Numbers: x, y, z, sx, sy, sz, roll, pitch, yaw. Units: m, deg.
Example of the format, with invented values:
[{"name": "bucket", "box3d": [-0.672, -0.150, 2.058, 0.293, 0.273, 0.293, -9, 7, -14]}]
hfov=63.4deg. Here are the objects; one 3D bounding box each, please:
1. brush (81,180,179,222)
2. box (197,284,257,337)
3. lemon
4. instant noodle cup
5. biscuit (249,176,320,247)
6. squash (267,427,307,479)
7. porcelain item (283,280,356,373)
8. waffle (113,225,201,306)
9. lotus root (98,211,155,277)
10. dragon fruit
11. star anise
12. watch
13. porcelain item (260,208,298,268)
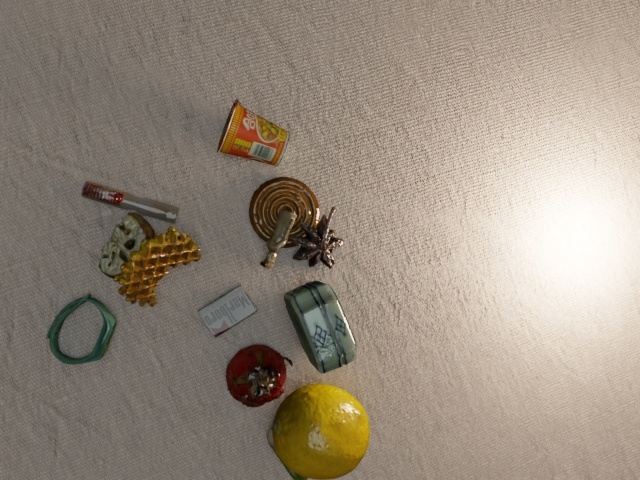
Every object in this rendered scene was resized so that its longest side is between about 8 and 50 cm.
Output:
[{"name": "brush", "box3d": [-0.649, -0.132, 1.767, 0.321, 0.050, 0.060, 17, 84, -11]}, {"name": "box", "box3d": [-0.328, 0.249, 1.833, 0.177, 0.036, 0.115, -32, 96, -8]}, {"name": "lemon", "box3d": [0.003, 0.646, 1.765, 0.336, 0.336, 0.336, 0, 91, -10]}, {"name": "instant noodle cup", "box3d": [-0.225, -0.355, 1.782, 0.212, 0.193, 0.193, 19, 88, -17]}, {"name": "biscuit", "box3d": [-0.129, -0.102, 1.864, 0.262, 0.037, 0.262, 0, 92, -10]}, {"name": "squash", "box3d": [-0.117, 0.773, 1.862, 0.069, 0.069, 0.239, -33, 97, -8]}, {"name": "porcelain item", "box3d": [0.001, 0.286, 1.766, 0.157, 0.286, 0.281, -21, 93, -12]}, {"name": "waffle", "box3d": [-0.543, 0.082, 1.703, 0.069, 0.260, 0.293, 38, 79, 26]}, {"name": "lotus root", "box3d": [-0.637, 0.029, 1.734, 0.138, 0.119, 0.235, 25, 85, -5]}, {"name": "dragon fruit", "box3d": [-0.216, 0.482, 1.799, 0.223, 0.148, 0.218, 21, 86, -10]}, {"name": "star anise", "box3d": [0.000, -0.001, 1.848, 0.209, 0.089, 0.231, -11, 120, -25]}, {"name": "watch", "box3d": [-0.797, 0.300, 1.740, 0.195, 0.068, 0.237, 23, 91, -7]}, {"name": "porcelain item", "box3d": [-0.147, -0.003, 1.811, 0.054, 0.084, 0.213, 21, 92, -38]}]
